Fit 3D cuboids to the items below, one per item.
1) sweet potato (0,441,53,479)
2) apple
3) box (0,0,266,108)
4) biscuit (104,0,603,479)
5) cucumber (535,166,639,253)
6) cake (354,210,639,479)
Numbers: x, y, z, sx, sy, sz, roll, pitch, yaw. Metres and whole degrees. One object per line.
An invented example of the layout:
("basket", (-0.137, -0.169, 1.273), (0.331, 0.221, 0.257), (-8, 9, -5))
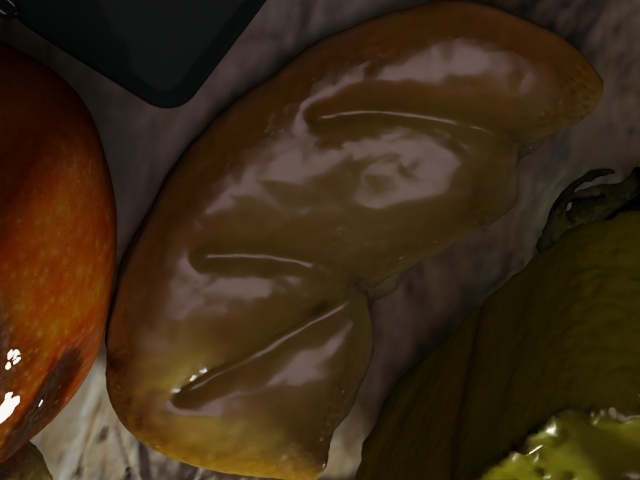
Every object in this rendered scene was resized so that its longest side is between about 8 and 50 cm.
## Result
("sweet potato", (-0.220, 0.211, 0.957), (0.075, 0.075, 0.273), (28, 116, -14))
("apple", (-0.203, 0.013, 0.779), (0.230, 0.230, 0.230), (-1, 116, -1))
("box", (-0.115, -0.176, 0.774), (0.230, 0.050, 0.160), (32, 115, -16))
("biscuit", (-0.003, -0.003, 0.869), (0.154, 0.045, 0.299), (30, 111, -13))
("cucumber", (0.232, 0.028, 0.882), (0.245, 0.067, 0.067), (23, 113, -14))
("cake", (0.133, 0.121, 0.852), (0.179, 0.156, 0.260), (30, 135, -14))
